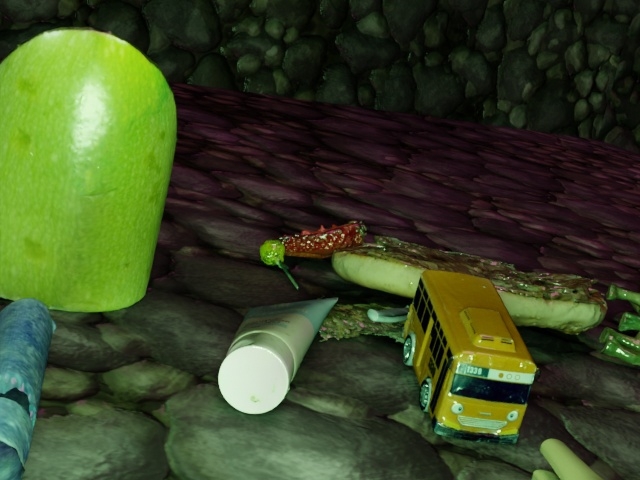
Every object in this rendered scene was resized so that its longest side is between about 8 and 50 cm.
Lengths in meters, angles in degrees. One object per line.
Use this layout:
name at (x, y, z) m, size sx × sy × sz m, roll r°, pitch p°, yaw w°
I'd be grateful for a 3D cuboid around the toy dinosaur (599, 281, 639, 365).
toy dinosaur at (0.527, 0.151, 1.482) m, size 0.301 × 0.087 × 0.447 m, roll 16°, pitch 19°, yaw 6°

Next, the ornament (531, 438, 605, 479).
ornament at (0.318, 0.255, 0.937) m, size 0.230 × 0.061 × 0.245 m, roll 12°, pitch 13°, yaw -10°

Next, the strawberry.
strawberry at (0.001, 0.003, 1.636) m, size 0.152 × 0.048 × 0.104 m, roll -14°, pitch 2°, yaw -12°

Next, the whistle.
whistle at (-0.266, 0.123, 0.946) m, size 0.062 × 0.062 × 0.304 m, roll 10°, pitch 15°, yaw -12°

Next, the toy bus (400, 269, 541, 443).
toy bus at (0.157, 0.119, 1.193) m, size 0.098 × 0.114 × 0.201 m, roll 9°, pitch 24°, yaw -11°

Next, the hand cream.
hand cream at (-0.046, 0.100, 1.204) m, size 0.111 × 0.070 × 0.312 m, roll -9°, pitch 11°, yaw 6°

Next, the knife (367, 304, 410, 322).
knife at (0.115, 0.091, 1.401) m, size 0.028 × 0.015 × 0.210 m, roll 14°, pitch 6°, yaw 29°

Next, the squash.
squash at (-0.283, -0.094, 1.263) m, size 0.234 × 0.308 × 0.210 m, roll 10°, pitch 14°, yaw -11°

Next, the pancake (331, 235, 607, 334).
pancake at (0.213, 0.057, 1.548) m, size 0.382 × 0.071 × 0.382 m, roll 11°, pitch 6°, yaw -1°

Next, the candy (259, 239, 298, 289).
candy at (-0.051, 0.035, 1.539) m, size 0.035 × 0.035 × 0.123 m, roll 0°, pitch 26°, yaw -24°

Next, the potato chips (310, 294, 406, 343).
potato chips at (0.088, 0.111, 1.376) m, size 0.220 × 0.029 × 0.202 m, roll 14°, pitch 14°, yaw -4°
